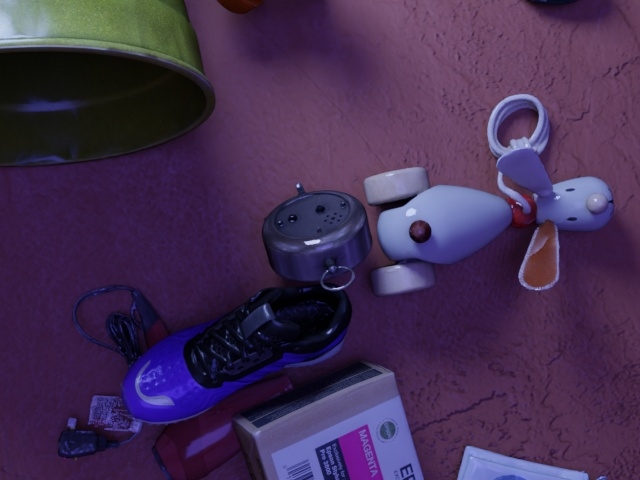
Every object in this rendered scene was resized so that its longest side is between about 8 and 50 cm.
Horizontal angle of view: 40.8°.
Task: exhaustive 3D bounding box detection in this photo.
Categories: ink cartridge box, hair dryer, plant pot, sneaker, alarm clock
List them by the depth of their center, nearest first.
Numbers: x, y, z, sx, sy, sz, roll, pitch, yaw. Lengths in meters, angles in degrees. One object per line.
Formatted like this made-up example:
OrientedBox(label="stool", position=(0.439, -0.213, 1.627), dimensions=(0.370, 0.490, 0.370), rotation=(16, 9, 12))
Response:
OrientedBox(label="plant pot", position=(-0.314, -0.297, 0.915), dimensions=(0.366, 0.366, 0.353), rotation=(-7, 81, -6))
OrientedBox(label="sneaker", position=(-0.091, 0.115, 1.000), dimensions=(0.293, 0.146, 0.102), rotation=(-21, 72, -22))
OrientedBox(label="alarm clock", position=(0.000, 0.000, 1.025), dimensions=(0.129, 0.192, 0.064), rotation=(-18, 127, -6))
OrientedBox(label="ink cartridge box", position=(0.022, 0.291, 1.047), dimensions=(0.193, 0.088, 0.234), rotation=(-21, 101, -21))
OrientedBox(label="hair dryer", position=(-0.171, 0.183, 1.060), dimensions=(0.294, 0.080, 0.223), rotation=(10, 88, -9))

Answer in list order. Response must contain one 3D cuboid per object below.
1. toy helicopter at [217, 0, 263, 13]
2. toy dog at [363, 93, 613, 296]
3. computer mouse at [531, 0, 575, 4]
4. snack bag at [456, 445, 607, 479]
OrientedBox(label="toy helicopter", position=(-0.119, -0.450, 0.969), dimensions=(0.355, 0.140, 0.235), rotation=(40, 48, -37))
OrientedBox(label="toy dog", position=(0.205, -0.032, 1.055), dimensions=(0.334, 0.161, 0.220), rotation=(-30, 95, -5))
OrientedBox(label="computer mouse", position=(0.239, -0.357, 1.114), dimensions=(0.242, 0.041, 0.071), rotation=(11, 118, -2))
OrientedBox(label="snack bag", position=(0.316, 0.462, 1.145), dimensions=(0.343, 0.037, 0.323), rotation=(13, 91, -5))
